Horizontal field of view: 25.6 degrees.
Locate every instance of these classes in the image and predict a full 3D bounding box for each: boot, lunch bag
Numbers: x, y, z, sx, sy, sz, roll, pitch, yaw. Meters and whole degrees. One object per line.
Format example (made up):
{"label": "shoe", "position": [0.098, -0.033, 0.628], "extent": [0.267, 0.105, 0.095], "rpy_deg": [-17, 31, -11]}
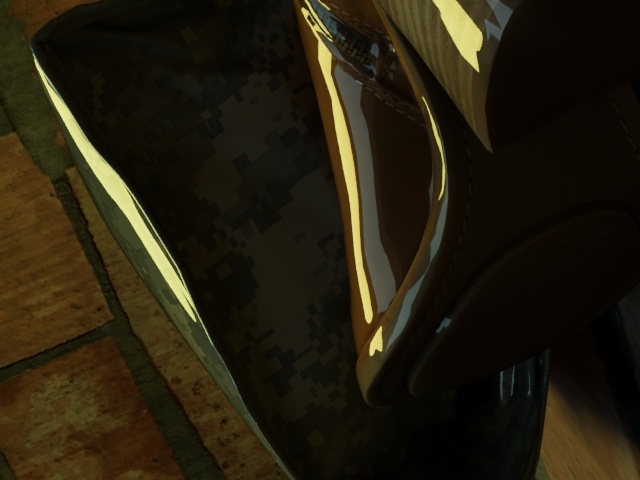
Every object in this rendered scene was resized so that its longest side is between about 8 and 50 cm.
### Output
{"label": "boot", "position": [0.016, -0.082, 0.458], "extent": [0.283, 0.109, 0.220], "rpy_deg": [79, 165, -61]}
{"label": "lunch bag", "position": [0.000, 0.000, 0.668], "extent": [0.287, 0.169, 0.235], "rpy_deg": [61, 174, -8]}
